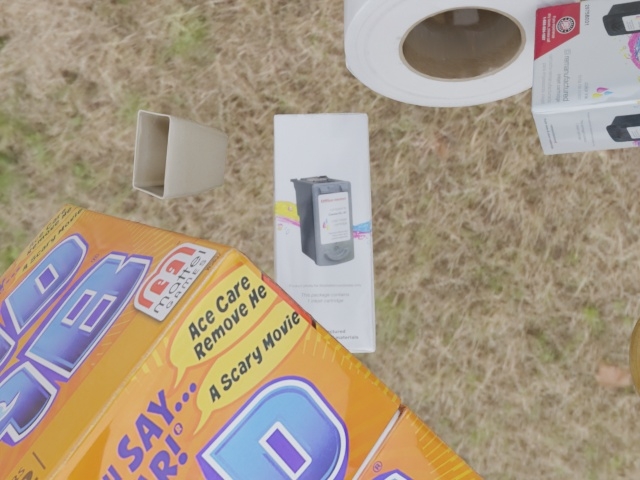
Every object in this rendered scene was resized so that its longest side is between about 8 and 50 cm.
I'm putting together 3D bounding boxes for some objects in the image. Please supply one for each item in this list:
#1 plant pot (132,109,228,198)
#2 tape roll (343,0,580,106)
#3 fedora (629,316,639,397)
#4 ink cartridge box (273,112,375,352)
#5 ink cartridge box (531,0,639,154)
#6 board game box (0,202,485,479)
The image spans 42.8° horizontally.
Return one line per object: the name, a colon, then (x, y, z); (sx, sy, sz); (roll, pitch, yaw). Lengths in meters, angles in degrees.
plant pot: (-0.187, -0.116, 1.114); (0.109, 0.096, 0.109); (20, 106, 53)
tape roll: (0.145, -0.275, 0.871); (0.246, 0.169, 0.246); (-1, 158, 0)
fedora: (0.315, 0.088, 0.563); (0.194, 0.079, 0.194); (25, 139, 24)
ink cartridge box: (0.000, 0.000, 1.124); (0.131, 0.226, 0.306); (-2, 83, -3)
ink cartridge box: (0.287, -0.155, 0.737); (0.175, 0.127, 0.072); (-4, 150, 24)
board game box: (-0.137, 0.228, 0.658); (0.356, 0.356, 0.357); (45, 162, -29)
